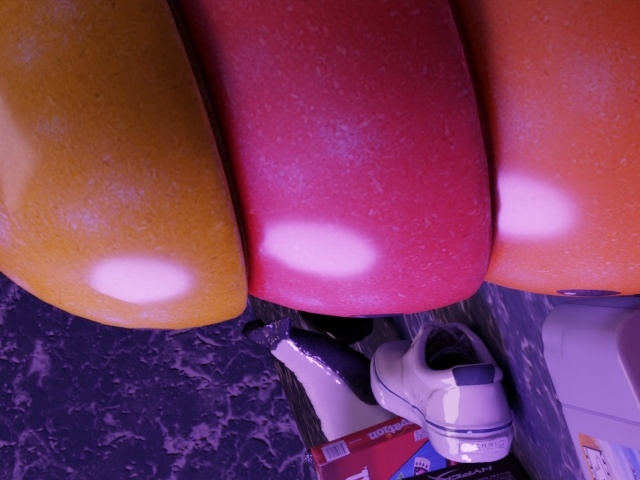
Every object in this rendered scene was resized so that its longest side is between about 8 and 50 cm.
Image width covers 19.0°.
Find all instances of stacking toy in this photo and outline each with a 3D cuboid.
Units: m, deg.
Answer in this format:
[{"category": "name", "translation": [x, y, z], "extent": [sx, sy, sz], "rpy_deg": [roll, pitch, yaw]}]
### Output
[{"category": "stacking toy", "translation": [-0.054, -0.073, 0.851], "extent": [0.350, 0.480, 0.350], "rpy_deg": [161, 90, -82]}]

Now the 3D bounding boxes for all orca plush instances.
[{"category": "orca plush", "translation": [0.035, 0.170, 2.056], "extent": [0.287, 0.151, 0.102], "rpy_deg": [38, -147, -10]}]

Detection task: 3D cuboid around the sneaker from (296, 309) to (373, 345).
[{"category": "sneaker", "translation": [0.001, 0.000, 2.019], "extent": [0.135, 0.097, 0.276], "rpy_deg": [-120, 11, -54]}]

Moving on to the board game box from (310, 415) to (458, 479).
[{"category": "board game box", "translation": [0.077, 0.281, 1.994], "extent": [0.281, 0.145, 0.027], "rpy_deg": [80, 169, -49]}]

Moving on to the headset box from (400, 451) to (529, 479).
[{"category": "headset box", "translation": [0.170, 0.354, 1.605], "extent": [0.293, 0.110, 0.218], "rpy_deg": [-122, 22, -57]}]

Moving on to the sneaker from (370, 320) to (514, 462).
[{"category": "sneaker", "translation": [0.109, 0.112, 1.661], "extent": [0.258, 0.094, 0.091], "rpy_deg": [-146, 56, -70]}]

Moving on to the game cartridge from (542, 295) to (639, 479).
[{"category": "game cartridge", "translation": [0.219, 0.178, 1.150], "extent": [0.198, 0.062, 0.297], "rpy_deg": [180, 71, -86]}]
